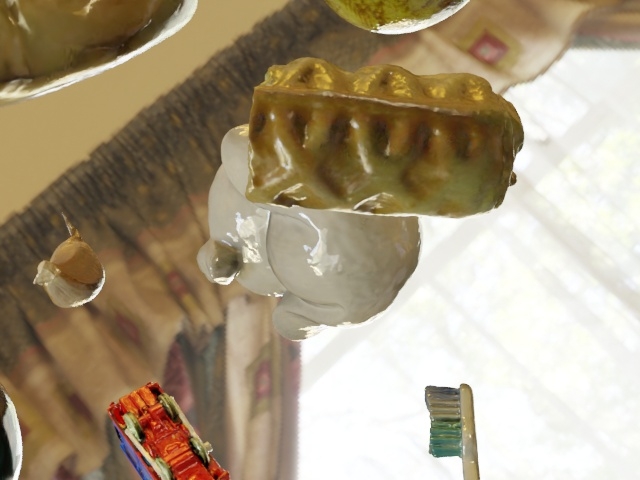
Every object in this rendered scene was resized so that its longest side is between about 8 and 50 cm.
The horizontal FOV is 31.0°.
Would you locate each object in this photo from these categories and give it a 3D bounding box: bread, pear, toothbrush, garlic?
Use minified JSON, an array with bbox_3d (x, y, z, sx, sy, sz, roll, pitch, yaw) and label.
[{"bbox_3d":[0.055,-0.085,0.933,0.232,0.128,0.088,4,-12,-12],"label":"bread"},{"bbox_3d":[0.116,-0.431,1.664,0.284,0.283,0.283,-37,-25,-21],"label":"pear"},{"bbox_3d":[0.098,0.281,0.781,0.040,0.417,0.042,-1,-37,3],"label":"toothbrush"},{"bbox_3d":[-0.325,-0.335,1.176,0.348,0.376,0.253,-29,12,-26],"label":"bread"},{"bbox_3d":[-0.458,0.044,2.132,0.091,0.128,0.198,-25,27,20],"label":"garlic"}]

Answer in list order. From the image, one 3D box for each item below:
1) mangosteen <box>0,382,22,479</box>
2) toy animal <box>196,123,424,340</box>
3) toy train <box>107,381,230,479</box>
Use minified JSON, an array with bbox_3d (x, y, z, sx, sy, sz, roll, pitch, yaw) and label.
[{"bbox_3d":[-0.597,0.308,1.679,0.307,0.306,0.347,-31,2,-31],"label":"mangosteen"},{"bbox_3d":[0.000,0.000,1.286,0.206,0.265,0.271,-28,-64,-29],"label":"toy animal"},{"bbox_3d":[-0.199,0.284,1.530,0.083,0.204,0.131,-27,-42,-22],"label":"toy train"}]
